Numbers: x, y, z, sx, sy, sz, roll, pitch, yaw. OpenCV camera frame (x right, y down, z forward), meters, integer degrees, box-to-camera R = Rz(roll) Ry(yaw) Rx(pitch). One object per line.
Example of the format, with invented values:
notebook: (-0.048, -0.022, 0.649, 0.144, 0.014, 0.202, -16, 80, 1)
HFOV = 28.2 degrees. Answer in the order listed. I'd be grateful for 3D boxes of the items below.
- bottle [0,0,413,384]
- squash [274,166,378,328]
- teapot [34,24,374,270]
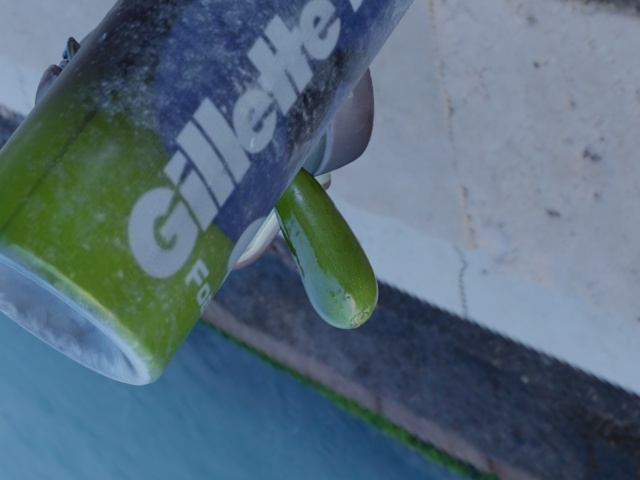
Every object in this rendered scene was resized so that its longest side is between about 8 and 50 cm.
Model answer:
bottle: (-0.012, -0.104, 0.497, 0.093, 0.330, 0.093, 28, 159, 12)
squash: (0.000, 0.000, 1.203, 0.066, 0.066, 0.201, 90, 160, -51)
teapot: (-0.129, -0.107, 1.317, 0.233, 0.312, 0.315, 36, 141, 57)
